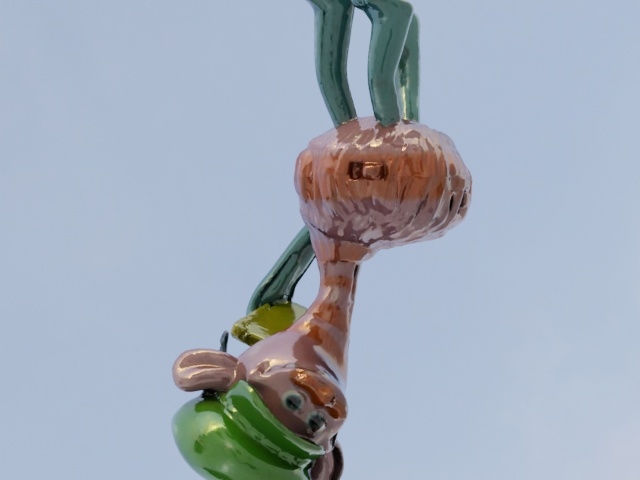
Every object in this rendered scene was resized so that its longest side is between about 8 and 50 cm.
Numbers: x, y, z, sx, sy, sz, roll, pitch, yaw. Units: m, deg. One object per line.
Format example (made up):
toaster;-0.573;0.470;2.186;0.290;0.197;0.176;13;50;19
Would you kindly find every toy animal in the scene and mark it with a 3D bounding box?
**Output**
toy animal;0.000;0.000;0.497;0.100;0.103;0.208;14;-90;-22
